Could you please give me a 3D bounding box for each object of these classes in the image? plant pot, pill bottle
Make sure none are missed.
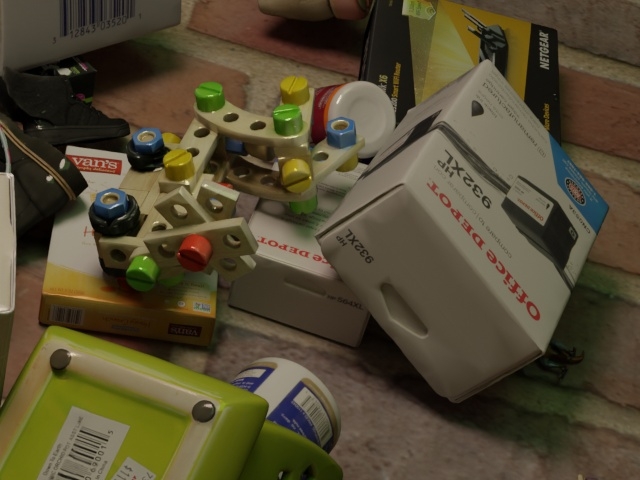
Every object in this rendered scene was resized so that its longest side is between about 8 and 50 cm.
[{"bbox_3d":[-0.143,0.202,1.180,0.227,0.207,0.228,17,69,22],"label":"plant pot"},{"bbox_3d":[-0.071,0.196,1.382,0.112,0.112,0.186,30,41,14],"label":"pill bottle"},{"bbox_3d":[0.011,-0.130,1.766,0.086,0.086,0.152,-11,5,-30],"label":"pill bottle"}]

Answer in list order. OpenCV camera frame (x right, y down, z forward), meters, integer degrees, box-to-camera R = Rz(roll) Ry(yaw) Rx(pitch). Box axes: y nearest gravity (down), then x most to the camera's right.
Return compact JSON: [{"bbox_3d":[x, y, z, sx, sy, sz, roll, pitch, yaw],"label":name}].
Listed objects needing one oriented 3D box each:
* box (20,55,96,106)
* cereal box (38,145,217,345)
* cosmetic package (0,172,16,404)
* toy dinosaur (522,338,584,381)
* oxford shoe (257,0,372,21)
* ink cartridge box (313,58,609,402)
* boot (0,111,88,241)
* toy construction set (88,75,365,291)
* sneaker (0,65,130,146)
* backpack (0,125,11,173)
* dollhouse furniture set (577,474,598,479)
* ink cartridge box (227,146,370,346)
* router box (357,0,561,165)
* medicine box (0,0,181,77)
[{"bbox_3d":[-0.302,-0.171,1.763,0.083,0.062,0.052,-20,51,-35],"label":"box"},{"bbox_3d":[-0.190,0.000,1.614,0.173,0.047,0.240,8,41,-9],"label":"cereal box"},{"bbox_3d":[-0.310,0.108,1.237,0.113,0.309,0.160,4,40,-14],"label":"cosmetic package"},{"bbox_3d":[0.224,0.118,1.659,0.082,0.047,0.090,24,1,26],"label":"toy dinosaur"},{"bbox_3d":[0.002,-0.400,2.094,0.146,0.141,0.397,-6,25,12],"label":"oxford shoe"},{"bbox_3d":[0.155,-0.017,1.618,0.223,0.129,0.307,50,35,-10],"label":"ink cartridge box"},{"bbox_3d":[-0.347,-0.056,1.612,0.137,0.077,0.198,-46,40,-18],"label":"boot"},{"bbox_3d":[-0.099,-0.043,1.519,0.215,0.151,0.328,6,27,15],"label":"toy construction set"},{"bbox_3d":[-0.278,-0.147,1.701,0.051,0.089,0.170,-8,3,42],"label":"sneaker"},{"bbox_3d":[-0.419,-0.045,1.469,0.253,0.191,0.225,-10,49,-20],"label":"backpack"},{"bbox_3d":[0.311,0.250,1.485,0.114,0.081,0.091,9,40,-11],"label":"dollhouse furniture set"},{"bbox_3d":[0.000,0.000,1.657,0.148,0.086,0.203,19,40,2],"label":"ink cartridge box"},{"bbox_3d":[0.168,-0.181,1.937,0.242,0.081,0.309,14,39,-5],"label":"router box"},{"bbox_3d":[-0.350,-0.324,1.808,0.289,0.149,0.263,27,37,36],"label":"medicine box"}]
